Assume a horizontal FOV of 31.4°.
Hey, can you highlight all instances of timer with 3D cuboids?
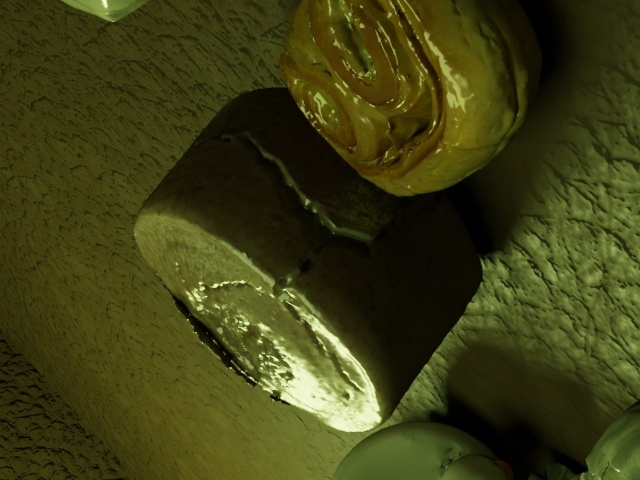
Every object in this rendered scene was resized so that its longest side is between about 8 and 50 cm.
[{"bbox_3d":[0.117,0.317,1.287,0.233,0.233,0.240,42,179,15],"label":"timer"}]

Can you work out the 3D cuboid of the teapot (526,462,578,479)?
[{"bbox_3d":[0.275,0.326,1.115,0.221,0.178,0.163,45,154,13],"label":"teapot"}]

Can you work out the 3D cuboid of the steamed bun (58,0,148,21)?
[{"bbox_3d":[-0.238,-0.330,1.075,0.242,0.146,0.164,32,153,36],"label":"steamed bun"}]

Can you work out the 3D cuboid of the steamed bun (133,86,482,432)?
[{"bbox_3d":[0.000,0.000,1.024,0.301,0.251,0.199,42,156,-3],"label":"steamed bun"}]

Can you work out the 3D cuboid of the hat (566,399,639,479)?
[{"bbox_3d":[0.325,0.214,0.932,0.232,0.161,0.275,34,175,26],"label":"hat"}]

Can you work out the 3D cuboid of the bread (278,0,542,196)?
[{"bbox_3d":[0.068,-0.136,0.879,0.198,0.120,0.236,51,156,1],"label":"bread"}]
